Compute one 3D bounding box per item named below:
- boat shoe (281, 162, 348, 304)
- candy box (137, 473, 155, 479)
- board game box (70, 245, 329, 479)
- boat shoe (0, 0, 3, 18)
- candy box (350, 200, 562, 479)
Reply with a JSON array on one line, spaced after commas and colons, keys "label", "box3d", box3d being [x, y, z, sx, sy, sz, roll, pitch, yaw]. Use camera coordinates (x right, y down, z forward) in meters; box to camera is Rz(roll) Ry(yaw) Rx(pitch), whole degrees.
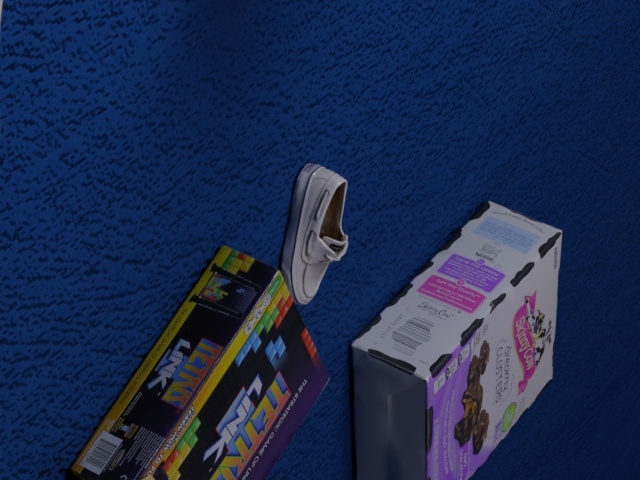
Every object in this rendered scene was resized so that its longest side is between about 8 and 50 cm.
[{"label": "boat shoe", "box3d": [0.000, 0.000, 1.254, 0.035, 0.035, 0.100, -27, 132, -53]}, {"label": "candy box", "box3d": [-0.120, 0.227, 1.133, 0.109, 0.053, 0.187, -30, 146, -19]}, {"label": "board game box", "box3d": [-0.069, 0.112, 1.197, 0.170, 0.048, 0.141, -57, 150, -21]}, {"label": "boat shoe", "box3d": [-0.203, -0.091, 0.733, 0.158, 0.127, 0.341, 4, 99, -56]}, {"label": "candy box", "box3d": [0.106, 0.094, 1.483, 0.196, 0.070, 0.165, -45, 145, -37]}]
